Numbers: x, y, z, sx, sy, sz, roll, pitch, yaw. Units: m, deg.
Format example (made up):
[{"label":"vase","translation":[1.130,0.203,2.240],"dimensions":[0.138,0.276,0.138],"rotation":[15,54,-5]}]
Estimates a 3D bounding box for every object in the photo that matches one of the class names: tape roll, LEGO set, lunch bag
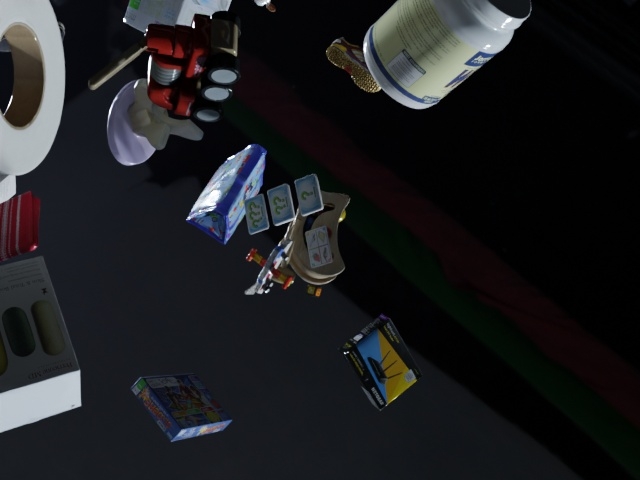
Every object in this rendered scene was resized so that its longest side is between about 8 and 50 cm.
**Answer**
[{"label":"tape roll","translation":[-0.611,-0.322,1.551],"dimensions":[0.072,0.392,0.392],"rotation":[5,-32,7]},{"label":"LEGO set","translation":[-0.072,0.004,1.584],"dimensions":[0.060,0.182,0.244],"rotation":[15,61,-60]},{"label":"lunch bag","translation":[-0.244,-0.141,2.208],"dimensions":[0.138,0.221,0.293],"rotation":[32,-18,-6]}]

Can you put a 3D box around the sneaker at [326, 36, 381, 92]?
[{"label":"sneaker","translation":[0.109,-0.496,2.231],"dimensions":[0.185,0.084,0.069],"rotation":[41,-33,-3]}]

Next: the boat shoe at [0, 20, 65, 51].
[{"label":"boat shoe","translation":[-0.816,-0.559,2.229],"dimensions":[0.075,0.206,0.065],"rotation":[84,-10,-57]}]

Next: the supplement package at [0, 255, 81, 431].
[{"label":"supplement package","translation":[-0.607,0.208,1.577],"dimensions":[0.262,0.199,0.198],"rotation":[63,-27,24]}]

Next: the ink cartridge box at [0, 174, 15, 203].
[{"label":"ink cartridge box","translation":[-0.870,-0.119,1.958],"dimensions":[0.148,0.203,0.086],"rotation":[23,-49,9]}]

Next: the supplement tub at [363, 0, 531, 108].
[{"label":"supplement tub","translation":[0.275,-0.470,1.767],"dimensions":[0.235,0.235,0.325],"rotation":[49,-46,-4]}]

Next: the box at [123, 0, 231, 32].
[{"label":"box","translation":[-0.332,-0.583,1.913],"dimensions":[0.127,0.231,0.262],"rotation":[13,16,-43]}]

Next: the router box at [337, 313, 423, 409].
[{"label":"router box","translation":[0.137,0.276,1.821],"dimensions":[0.179,0.133,0.046],"rotation":[59,-15,-24]}]

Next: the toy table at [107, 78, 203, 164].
[{"label":"toy table","translation":[-0.467,-0.346,2.245],"dimensions":[0.161,0.274,0.252],"rotation":[-8,-23,34]}]

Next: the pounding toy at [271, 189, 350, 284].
[{"label":"pounding toy","translation":[0.000,0.000,1.816],"dimensions":[0.154,0.269,0.155],"rotation":[28,-25,-6]}]

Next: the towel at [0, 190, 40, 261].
[{"label":"towel","translation":[-0.719,0.006,1.676],"dimensions":[0.199,0.275,0.031],"rotation":[-114,-178,-50]}]

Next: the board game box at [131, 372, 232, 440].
[{"label":"board game box","translation":[-0.275,0.330,1.604],"dimensions":[0.136,0.035,0.201],"rotation":[47,11,21]}]

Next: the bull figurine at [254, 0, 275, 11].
[{"label":"bull figurine","translation":[-0.094,-0.769,2.166],"dimensions":[0.101,0.188,0.310],"rotation":[34,-34,0]}]

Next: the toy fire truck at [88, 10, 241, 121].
[{"label":"toy fire truck","translation":[-0.277,-0.299,1.405],"dimensions":[0.217,0.246,0.158],"rotation":[134,-42,-63]}]
